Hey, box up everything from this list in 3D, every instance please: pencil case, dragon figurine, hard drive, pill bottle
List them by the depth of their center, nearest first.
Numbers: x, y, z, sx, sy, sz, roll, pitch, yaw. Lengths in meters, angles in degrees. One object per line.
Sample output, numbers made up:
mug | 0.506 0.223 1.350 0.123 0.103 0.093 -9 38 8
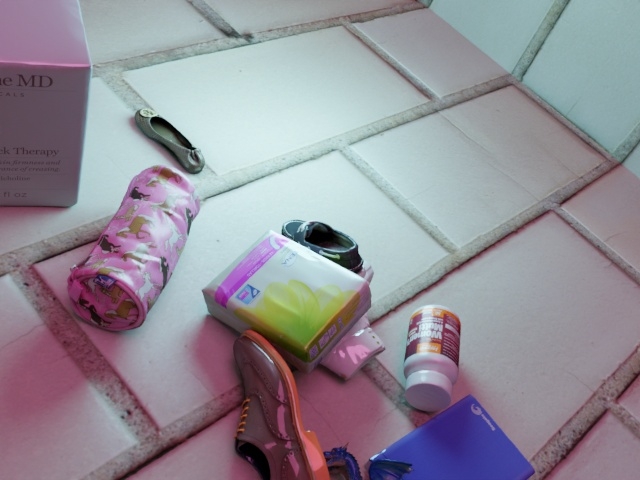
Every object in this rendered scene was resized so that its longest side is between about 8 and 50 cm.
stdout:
dragon figurine | 0.133 0.453 1.334 0.289 0.085 0.144 -3 65 8
hard drive | 0.272 0.468 1.467 0.318 0.040 0.210 -20 60 -37
pencil case | -0.385 0.005 1.519 0.160 0.167 0.386 -2 40 18
pill bottle | 0.249 0.260 1.596 0.121 0.121 0.221 21 43 -5

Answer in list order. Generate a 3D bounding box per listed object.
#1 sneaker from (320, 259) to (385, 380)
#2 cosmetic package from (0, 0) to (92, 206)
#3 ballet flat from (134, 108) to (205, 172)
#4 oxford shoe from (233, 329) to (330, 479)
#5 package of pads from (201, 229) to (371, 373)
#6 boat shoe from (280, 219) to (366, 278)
sneaker | 0.083 0.185 1.610 0.169 0.108 0.292 34 54 6
cosmetic package | -0.684 -0.317 1.509 0.329 0.394 0.328 -3 50 -26
ballet flat | -0.386 -0.270 1.847 0.250 0.058 0.084 44 45 18
oxford shoe | -0.109 0.331 1.361 0.132 0.130 0.364 -13 54 -24
package of pads | -0.066 0.120 1.515 0.296 0.101 0.229 28 54 28
boat shoe | 0.000 0.000 1.668 0.114 0.091 0.302 -30 36 -28
